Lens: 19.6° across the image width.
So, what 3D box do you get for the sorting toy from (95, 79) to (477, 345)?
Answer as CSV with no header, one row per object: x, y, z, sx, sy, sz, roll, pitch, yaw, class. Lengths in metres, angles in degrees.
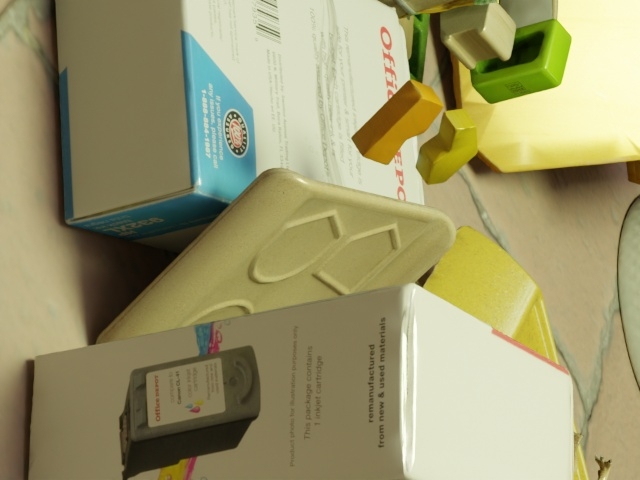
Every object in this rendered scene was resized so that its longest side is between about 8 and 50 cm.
0.000,0.000,1.366,0.229,0.307,0.041,15,37,-53,sorting toy

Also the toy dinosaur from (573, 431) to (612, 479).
0.218,0.228,1.635,0.183,0.053,0.092,48,57,-41,toy dinosaur

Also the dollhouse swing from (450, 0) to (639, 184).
0.290,-0.229,1.994,0.315,0.305,0.346,-42,126,-85,dollhouse swing

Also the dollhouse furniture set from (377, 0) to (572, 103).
0.073,-0.254,1.646,0.301,0.198,0.151,39,49,-45,dollhouse furniture set

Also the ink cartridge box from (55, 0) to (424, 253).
-0.057,-0.102,1.446,0.307,0.129,0.223,17,63,-54,ink cartridge box

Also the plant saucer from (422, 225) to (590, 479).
0.158,0.197,1.649,0.333,0.081,0.332,-54,133,-56,plant saucer

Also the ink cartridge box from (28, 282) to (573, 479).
-0.011,0.138,1.257,0.226,0.306,0.131,26,57,-51,ink cartridge box

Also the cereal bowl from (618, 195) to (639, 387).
0.491,0.091,2.222,0.339,0.141,0.339,28,56,-51,cereal bowl

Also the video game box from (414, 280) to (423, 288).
0.047,0.111,1.605,0.187,0.048,0.205,51,40,-40,video game box
